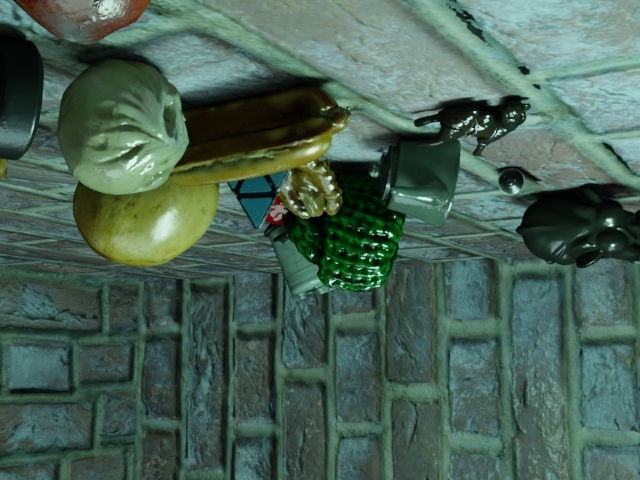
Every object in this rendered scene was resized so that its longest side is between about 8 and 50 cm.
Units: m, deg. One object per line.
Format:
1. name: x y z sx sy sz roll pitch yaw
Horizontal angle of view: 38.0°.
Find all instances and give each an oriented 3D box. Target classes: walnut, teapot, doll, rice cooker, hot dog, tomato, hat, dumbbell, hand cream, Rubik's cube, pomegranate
1. walnut: -0.032 -0.115 1.744 0.143 0.069 0.170 -5 135 27
2. teapot: 0.159 -0.116 1.671 0.149 0.162 0.239 9 -159 -3
3. doll: 0.248 -0.185 1.461 0.139 0.057 0.165 7 161 -31
4. rice cooker: 0.000 0.000 2.175 0.241 0.227 0.280 -27 172 38
5. hot dog: -0.099 -0.150 1.399 0.337 0.135 0.100 -7 146 34
6. tomato: -0.244 -0.241 0.876 0.189 0.099 0.173 -2 174 24
7. hat: 0.005 -0.037 1.906 0.332 0.242 0.274 15 -169 7
8. dumbbell: -0.457 -0.182 1.105 0.218 0.152 0.152 5 170 -34
9. hand cream: 0.416 -0.120 1.964 0.087 0.054 0.186 1 180 22
10. Rubik's cube: -0.063 -0.164 1.564 0.178 0.211 0.190 -34 178 27
11. pomegranate: -0.304 -0.071 1.618 0.260 0.260 0.260 0 172 0

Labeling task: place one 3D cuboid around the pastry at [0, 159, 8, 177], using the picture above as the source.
1. pastry: -0.640 -0.147 1.551 0.229 0.100 0.218 1 178 -45

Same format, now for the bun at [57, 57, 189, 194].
1. bun: -0.246 -0.150 1.243 0.128 0.178 0.193 -7 167 33

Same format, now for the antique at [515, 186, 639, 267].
1. antique: 0.617 -0.023 2.167 0.322 0.185 0.255 -1 174 34
